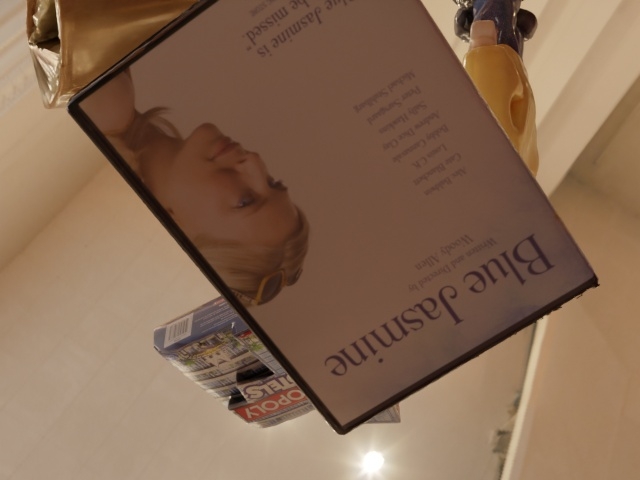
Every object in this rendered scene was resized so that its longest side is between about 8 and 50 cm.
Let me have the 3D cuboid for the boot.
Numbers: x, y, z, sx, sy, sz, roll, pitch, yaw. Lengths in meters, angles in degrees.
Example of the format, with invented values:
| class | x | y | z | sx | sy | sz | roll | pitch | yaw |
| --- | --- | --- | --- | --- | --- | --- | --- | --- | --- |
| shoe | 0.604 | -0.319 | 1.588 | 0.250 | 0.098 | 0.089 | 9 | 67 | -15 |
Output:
| class | x | y | z | sx | sy | sz | roll | pitch | yaw |
| --- | --- | --- | --- | --- | --- | --- | --- | --- | --- |
| boot | -0.099 | -0.155 | 0.732 | 0.269 | 0.236 | 0.089 | -22 | -116 | -29 |

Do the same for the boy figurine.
| class | x | y | z | sx | sy | sz | roll | pitch | yaw |
| --- | --- | --- | --- | --- | --- | --- | --- | --- | --- |
| boy figurine | 0.146 | -0.101 | 0.796 | 0.092 | 0.177 | 0.285 | 3 | -118 | 16 |

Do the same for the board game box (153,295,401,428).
| class | x | y | z | sx | sy | sz | roll | pitch | yaw |
| --- | --- | --- | --- | --- | --- | --- | --- | --- | --- |
| board game box | -0.019 | 0.116 | 0.833 | 0.194 | 0.194 | 0.060 | 47 | -153 | -35 |

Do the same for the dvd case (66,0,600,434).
| class | x | y | z | sx | sy | sz | roll | pitch | yaw |
| --- | --- | --- | --- | --- | --- | --- | --- | --- | --- |
| dvd case | 0.012 | -0.025 | 0.492 | 0.253 | 0.180 | 0.022 | 52 | -168 | -19 |
